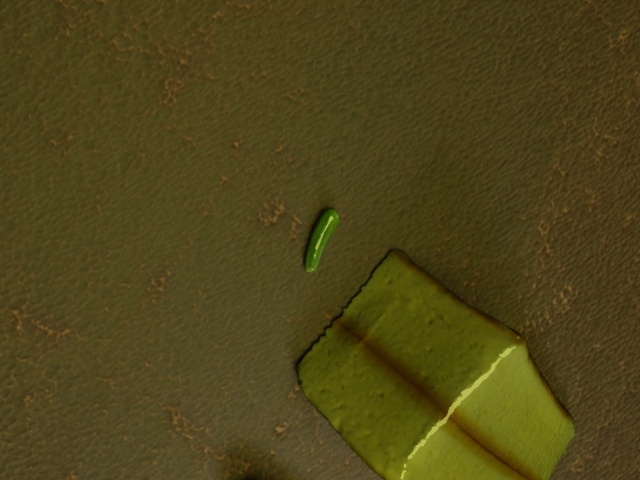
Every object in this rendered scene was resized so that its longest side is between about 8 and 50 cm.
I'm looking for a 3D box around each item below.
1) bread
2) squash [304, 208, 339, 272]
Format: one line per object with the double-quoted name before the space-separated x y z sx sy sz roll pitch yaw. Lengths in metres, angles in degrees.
"bread" 0.181 0.234 1.014 0.233 0.245 0.361 -49 135 -4
"squash" -0.001 -0.001 0.950 0.027 0.027 0.089 23 96 -15
